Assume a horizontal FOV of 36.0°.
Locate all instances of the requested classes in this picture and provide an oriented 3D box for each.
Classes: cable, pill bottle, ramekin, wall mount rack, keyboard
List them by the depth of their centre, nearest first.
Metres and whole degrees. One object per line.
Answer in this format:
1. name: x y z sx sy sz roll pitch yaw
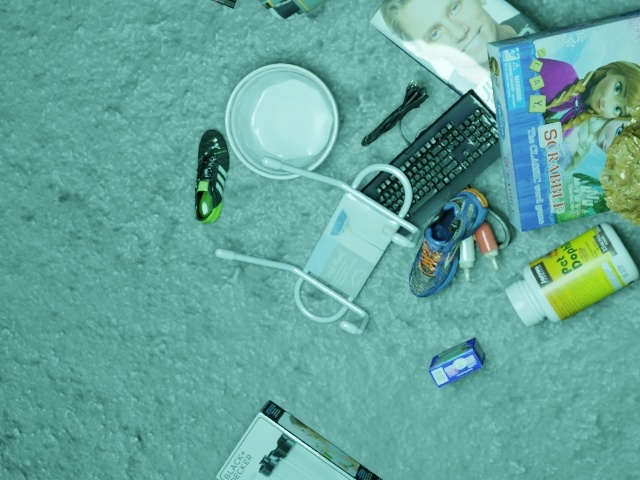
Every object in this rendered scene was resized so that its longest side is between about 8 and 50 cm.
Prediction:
1. pill bottle: 0.438 0.067 1.729 0.215 0.117 0.117 -31 91 13
2. keyboard: 0.167 -0.151 1.743 0.201 0.033 0.317 51 124 5
3. cable: 0.254 -0.073 1.767 0.139 0.072 0.287 -14 96 23
4. wall mount rack: 0.000 0.000 1.772 0.304 0.130 0.350 31 114 5
5. ramekin: -0.060 -0.217 1.796 0.207 0.109 0.207 2 98 12

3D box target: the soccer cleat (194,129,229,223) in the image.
1. soccer cleat: -0.208 -0.119 1.856 0.060 0.072 0.179 5 98 10

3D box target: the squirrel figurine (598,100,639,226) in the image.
1. squirrel figurine: 0.621 -0.078 1.566 0.397 0.281 0.370 24 112 -4

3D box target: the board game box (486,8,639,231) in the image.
1. board game box: 0.453 -0.202 1.632 0.318 0.066 0.318 -14 111 -5

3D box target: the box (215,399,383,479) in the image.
1. box: -0.035 0.462 1.892 0.290 0.087 0.169 36 102 5

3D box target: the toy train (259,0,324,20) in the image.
1. toy train: 0.010 -0.511 1.706 0.334 0.190 0.142 -32 52 17

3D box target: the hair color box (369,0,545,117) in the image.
1. hair color box: 0.274 -0.338 1.715 0.347 0.105 0.174 39 102 5

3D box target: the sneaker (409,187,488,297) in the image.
1. sneaker: 0.206 0.006 1.725 0.083 0.087 0.221 37 118 29

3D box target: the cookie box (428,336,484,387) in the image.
1. cookie box: 0.248 0.221 1.793 0.092 0.107 0.040 -28 90 13

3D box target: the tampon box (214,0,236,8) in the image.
1. tampon box: -0.189 -0.516 1.774 0.101 0.120 0.161 23 101 9
